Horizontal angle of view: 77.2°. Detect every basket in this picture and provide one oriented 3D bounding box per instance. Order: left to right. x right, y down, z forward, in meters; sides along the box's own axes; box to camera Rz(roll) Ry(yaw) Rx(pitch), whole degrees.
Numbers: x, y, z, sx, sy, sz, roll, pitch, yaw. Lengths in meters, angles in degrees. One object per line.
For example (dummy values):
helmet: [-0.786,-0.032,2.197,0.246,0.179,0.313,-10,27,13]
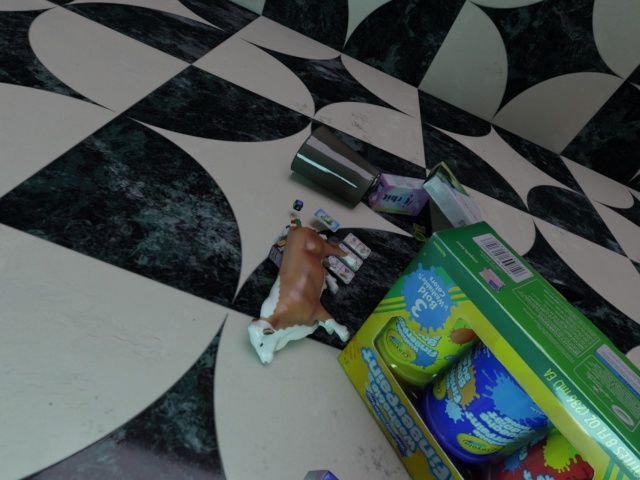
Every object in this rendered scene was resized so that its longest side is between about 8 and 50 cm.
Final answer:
basket: [0.054,-0.220,1.226,0.227,0.154,0.204,35,40,4]

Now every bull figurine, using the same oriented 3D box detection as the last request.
bull figurine: [-0.031,0.110,0.822,0.188,0.101,0.310,30,52,-24]

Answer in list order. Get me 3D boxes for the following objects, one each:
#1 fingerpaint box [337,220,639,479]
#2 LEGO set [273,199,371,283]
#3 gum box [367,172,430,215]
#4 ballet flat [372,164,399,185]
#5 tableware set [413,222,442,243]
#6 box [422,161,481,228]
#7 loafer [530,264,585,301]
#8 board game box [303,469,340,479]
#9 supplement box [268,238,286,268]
fingerpaint box: [0.266,0.257,0.639,0.163,0.371,0.444,-11,53,-37]
LEGO set: [0.000,0.000,1.045,0.244,0.060,0.182,41,36,2]
gum box: [0.251,-0.145,1.283,0.188,0.107,0.062,4,44,-27]
ballet flat: [0.194,-0.207,1.352,0.203,0.074,0.074,14,41,-20]
tableware set: [0.363,-0.008,1.264,0.154,0.024,0.104,22,39,-8]
box: [0.436,-0.133,1.305,0.232,0.058,0.322,52,25,-3]
loafer: [0.737,0.132,1.281,0.223,0.076,0.078,20,47,-3]
board game box: [0.031,0.486,0.409,0.319,0.066,0.318,41,50,1]
supplement box: [-0.073,0.042,0.941,0.083,0.043,0.055,43,43,19]
